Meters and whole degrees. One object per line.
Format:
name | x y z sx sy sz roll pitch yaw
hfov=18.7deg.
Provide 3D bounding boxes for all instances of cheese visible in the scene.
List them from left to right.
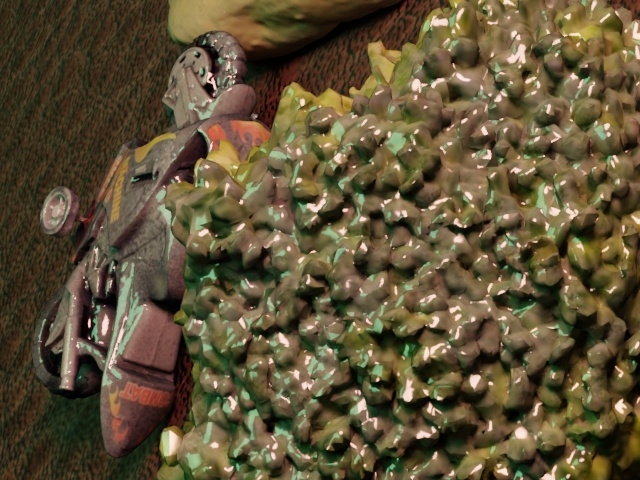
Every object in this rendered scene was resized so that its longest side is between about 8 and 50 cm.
cheese | -0.022 -0.228 1.468 0.263 0.093 0.159 -21 50 51

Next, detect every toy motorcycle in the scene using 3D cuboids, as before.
toy motorcycle | -0.115 -0.003 1.429 0.173 0.108 0.307 35 101 49

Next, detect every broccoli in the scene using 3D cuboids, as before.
broccoli | 0.051 0.070 0.955 0.317 0.277 0.338 95 177 -63

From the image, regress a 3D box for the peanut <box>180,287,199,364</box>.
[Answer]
peanut | 0.000 0.000 1.244 0.274 0.111 0.125 -41 33 35
